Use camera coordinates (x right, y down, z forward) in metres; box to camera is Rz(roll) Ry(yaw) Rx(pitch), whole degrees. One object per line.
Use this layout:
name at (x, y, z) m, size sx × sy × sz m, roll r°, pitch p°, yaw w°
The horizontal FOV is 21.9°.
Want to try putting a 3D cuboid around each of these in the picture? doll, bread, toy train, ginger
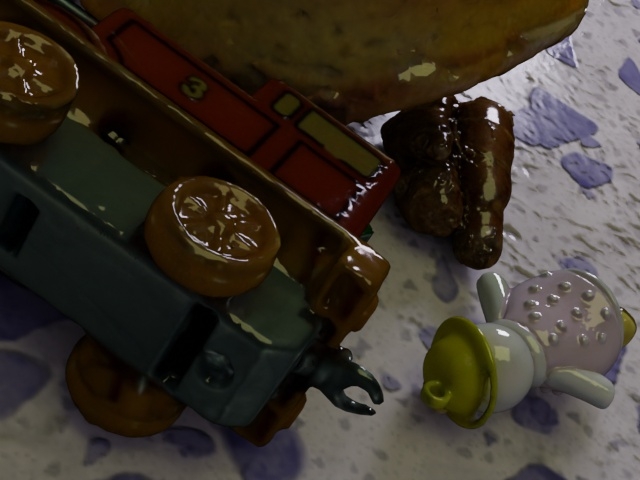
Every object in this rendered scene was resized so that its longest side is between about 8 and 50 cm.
doll at (0.141, 0.074, 1.131) m, size 0.207 × 0.081 × 0.129 m, roll -21°, pitch 57°, yaw -42°
bread at (0.009, -0.246, 1.187) m, size 0.398 × 0.215 × 0.398 m, roll 5°, pitch 37°, yaw -4°
toy train at (-0.101, -0.026, 1.001) m, size 0.369 × 0.163 × 0.231 m, roll 36°, pitch 36°, yaw 3°
ginger at (0.097, -0.057, 1.229) m, size 0.103 × 0.073 × 0.162 m, roll 20°, pitch 44°, yaw -16°

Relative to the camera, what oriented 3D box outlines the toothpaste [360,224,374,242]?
toothpaste at (0.000, 0.000, 1.150) m, size 0.083 × 0.020 × 0.017 m, roll -11°, pitch 56°, yaw -40°
